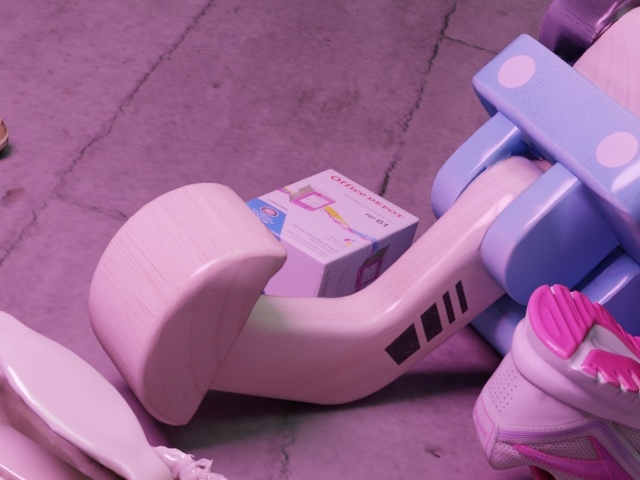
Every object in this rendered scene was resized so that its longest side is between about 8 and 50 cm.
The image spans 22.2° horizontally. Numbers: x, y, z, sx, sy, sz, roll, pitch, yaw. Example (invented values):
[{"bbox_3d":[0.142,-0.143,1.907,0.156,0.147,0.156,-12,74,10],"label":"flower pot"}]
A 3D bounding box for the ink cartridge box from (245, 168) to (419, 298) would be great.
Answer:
[{"bbox_3d":[0.000,0.000,1.185,0.088,0.052,0.122,31,31,25],"label":"ink cartridge box"}]

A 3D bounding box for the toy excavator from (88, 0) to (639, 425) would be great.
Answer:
[{"bbox_3d":[0.125,0.015,1.080,0.222,0.445,0.433,46,-1,43],"label":"toy excavator"}]

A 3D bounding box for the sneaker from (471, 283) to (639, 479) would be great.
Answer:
[{"bbox_3d":[0.189,0.118,1.029,0.252,0.111,0.103,26,29,-32],"label":"sneaker"}]

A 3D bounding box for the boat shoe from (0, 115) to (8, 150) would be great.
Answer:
[{"bbox_3d":[-0.303,-0.091,1.195,0.153,0.048,0.056,4,31,-20],"label":"boat shoe"}]

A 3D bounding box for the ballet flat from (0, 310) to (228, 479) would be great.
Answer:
[{"bbox_3d":[-0.203,0.079,0.865,0.409,0.147,0.147,28,31,22],"label":"ballet flat"}]
